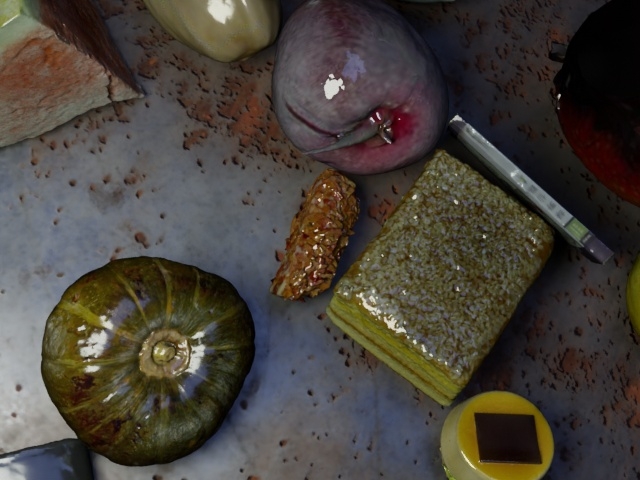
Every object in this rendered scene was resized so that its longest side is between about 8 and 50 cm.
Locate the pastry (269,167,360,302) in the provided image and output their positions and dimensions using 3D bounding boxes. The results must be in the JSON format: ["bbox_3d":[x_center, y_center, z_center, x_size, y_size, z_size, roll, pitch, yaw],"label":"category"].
[{"bbox_3d":[0.001,0.000,1.218,0.063,0.087,0.169,27,68,-18],"label":"pastry"}]

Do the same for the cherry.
[{"bbox_3d":[0.042,-0.176,1.221,0.213,0.183,0.266,32,41,-41],"label":"cherry"}]

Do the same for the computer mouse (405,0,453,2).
[{"bbox_3d":[0.043,-0.420,1.340,0.374,0.114,0.203,33,74,-6],"label":"computer mouse"}]

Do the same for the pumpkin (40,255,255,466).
[{"bbox_3d":[-0.183,0.120,1.101,0.219,0.162,0.219,-2,95,-25],"label":"pumpkin"}]

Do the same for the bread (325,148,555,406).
[{"bbox_3d":[0.139,0.041,1.220,0.184,0.110,0.234,36,66,4],"label":"bread"}]

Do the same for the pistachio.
[{"bbox_3d":[-0.134,-0.300,1.255,0.137,0.153,0.238,-22,49,-28],"label":"pistachio"}]

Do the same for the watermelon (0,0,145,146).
[{"bbox_3d":[-0.313,-0.233,1.175,0.193,0.232,0.310,-22,33,-16],"label":"watermelon"}]

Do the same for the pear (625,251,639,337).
[{"bbox_3d":[0.434,0.061,1.258,0.148,0.149,0.162,24,65,-4],"label":"pear"}]

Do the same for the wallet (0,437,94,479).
[{"bbox_3d":[-0.295,0.410,1.025,0.228,0.062,0.406,-11,76,-16],"label":"wallet"}]

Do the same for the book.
[{"bbox_3d":[0.236,-0.058,1.251,0.231,0.157,0.026,43,96,3],"label":"book"}]

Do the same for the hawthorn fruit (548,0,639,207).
[{"bbox_3d":[0.422,-0.168,1.249,0.315,0.316,0.316,4,71,-11],"label":"hawthorn fruit"}]

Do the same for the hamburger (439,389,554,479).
[{"bbox_3d":[0.193,0.235,1.181,0.126,0.081,0.141,-11,63,-18],"label":"hamburger"}]
